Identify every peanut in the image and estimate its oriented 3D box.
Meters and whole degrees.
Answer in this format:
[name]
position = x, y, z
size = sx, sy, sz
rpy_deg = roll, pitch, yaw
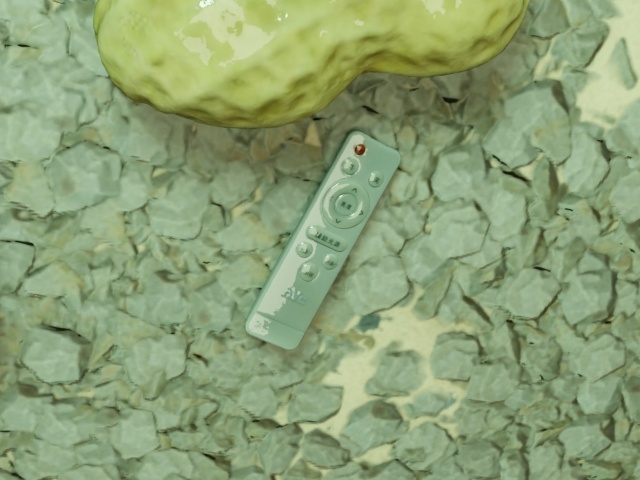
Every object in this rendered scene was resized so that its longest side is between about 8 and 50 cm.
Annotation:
[peanut]
position = 0.003, -0.159, 0.690
size = 0.306, 0.147, 0.147
rpy_deg = -19, 116, -8

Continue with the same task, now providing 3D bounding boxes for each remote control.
[remote control]
position = 0.000, 0.000, 0.813
size = 0.050, 0.027, 0.184
rpy_deg = 25, 101, -22
